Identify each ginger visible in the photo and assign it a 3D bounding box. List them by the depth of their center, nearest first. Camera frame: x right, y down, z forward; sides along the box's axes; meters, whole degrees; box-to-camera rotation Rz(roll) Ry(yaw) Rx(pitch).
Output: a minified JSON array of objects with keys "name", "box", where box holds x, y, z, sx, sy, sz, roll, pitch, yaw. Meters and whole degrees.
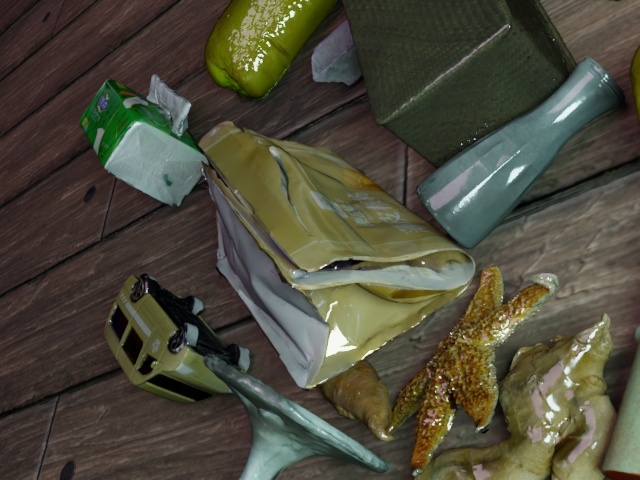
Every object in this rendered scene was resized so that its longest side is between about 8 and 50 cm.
[{"name":"ginger","box":[0.168,0.157,0.751,0.214,0.059,0.133,-32,50,32]}]

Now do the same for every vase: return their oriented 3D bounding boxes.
[{"name":"vase","box":[0.201,-0.090,0.886,0.214,0.086,0.086,-42,38,12]}]

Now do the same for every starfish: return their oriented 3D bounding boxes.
[{"name":"starfish","box":[0.123,0.116,0.805,0.240,0.043,0.227,-51,4,35]}]

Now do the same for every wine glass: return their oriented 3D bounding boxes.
[{"name":"wine glass","box":[-0.124,0.326,0.805,0.267,0.267,0.406,13,68,53]}]

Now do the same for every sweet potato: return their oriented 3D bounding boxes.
[{"name":"sweet potato","box":[0.033,0.152,0.905,0.206,0.060,0.068,-144,56,-68]}]

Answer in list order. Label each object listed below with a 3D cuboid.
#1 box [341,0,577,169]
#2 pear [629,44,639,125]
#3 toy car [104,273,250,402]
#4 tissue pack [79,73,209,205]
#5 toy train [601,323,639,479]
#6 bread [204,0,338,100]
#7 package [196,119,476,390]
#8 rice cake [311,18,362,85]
[{"name":"box","box":[0.149,-0.229,0.997,0.184,0.143,0.273,-36,41,26]},{"name":"pear","box":[0.332,-0.124,0.702,0.162,0.149,0.149,-14,53,42]},{"name":"toy car","box":[-0.194,0.140,1.144,0.124,0.101,0.256,-59,34,4]},{"name":"tissue pack","box":[-0.274,-0.182,1.442,0.156,0.148,0.209,-53,36,7]},{"name":"toy train","box":[0.298,0.071,0.632,0.177,0.116,0.285,-7,59,61]},{"name":"bread","box":[-0.045,-0.394,1.373,0.383,0.112,0.166,-52,36,5]},{"name":"package","box":[-0.016,-0.021,0.968,0.221,0.165,0.311,-33,36,-6]},{"name":"rice cake","box":[0.132,-0.328,1.163,0.365,0.056,0.073,-39,45,22]}]
